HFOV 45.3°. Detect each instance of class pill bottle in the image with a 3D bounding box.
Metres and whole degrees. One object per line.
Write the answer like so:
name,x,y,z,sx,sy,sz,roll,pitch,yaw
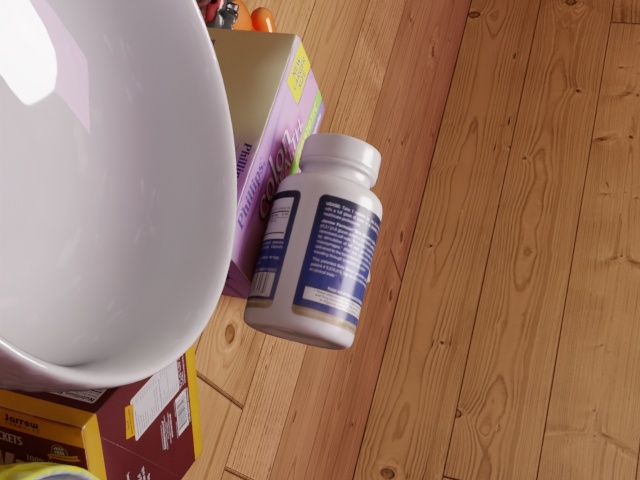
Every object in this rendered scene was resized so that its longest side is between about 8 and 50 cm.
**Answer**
pill bottle,0.000,0.000,0.649,0.094,0.094,0.170,49,53,-67

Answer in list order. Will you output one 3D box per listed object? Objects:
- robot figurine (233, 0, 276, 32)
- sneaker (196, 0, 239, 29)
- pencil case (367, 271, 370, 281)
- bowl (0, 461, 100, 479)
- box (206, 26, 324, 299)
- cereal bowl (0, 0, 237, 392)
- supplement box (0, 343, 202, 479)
robot figurine,-0.128,-0.202,0.892,0.219,0.158,0.128,78,12,-48
sneaker,-0.147,-0.313,0.755,0.097,0.135,0.276,-176,-99,-81
pencil case,-0.037,0.020,1.198,0.410,0.183,0.160,32,68,-72
bowl,-0.296,0.300,0.584,0.289,0.156,0.290,9,90,-71
box,-0.146,-0.080,0.713,0.117,0.242,0.214,63,39,-61
cereal bowl,-0.189,-0.072,0.471,0.339,0.141,0.339,-10,90,-69
supplement box,-0.227,0.191,0.783,0.194,0.129,0.191,-51,146,-57
